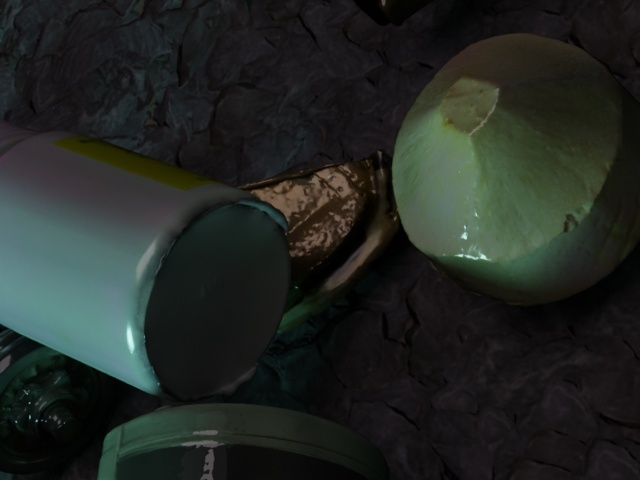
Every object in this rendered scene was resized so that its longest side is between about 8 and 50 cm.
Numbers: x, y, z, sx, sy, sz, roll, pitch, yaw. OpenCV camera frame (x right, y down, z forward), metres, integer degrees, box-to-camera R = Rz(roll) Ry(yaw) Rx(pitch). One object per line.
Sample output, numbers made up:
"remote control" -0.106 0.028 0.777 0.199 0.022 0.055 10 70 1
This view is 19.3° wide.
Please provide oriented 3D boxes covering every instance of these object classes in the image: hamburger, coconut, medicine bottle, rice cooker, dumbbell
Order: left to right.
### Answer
"dumbbell" -0.375 0.102 2.086 0.179 0.179 0.406 -50 48 0
"medicine bottle" -0.225 0.010 1.864 0.379 0.213 0.213 19 76 38
"rice cooker" -0.071 0.291 1.719 0.288 0.288 0.277 -10 58 29
"hamburger" 0.000 0.000 1.950 0.208 0.135 0.155 -24 74 4
"coconut" 0.191 -0.071 1.765 0.259 0.259 0.259 -16 57 26

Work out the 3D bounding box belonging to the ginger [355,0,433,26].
"ginger" 0.184 -0.408 1.890 0.211 0.358 0.413 30 79 46
